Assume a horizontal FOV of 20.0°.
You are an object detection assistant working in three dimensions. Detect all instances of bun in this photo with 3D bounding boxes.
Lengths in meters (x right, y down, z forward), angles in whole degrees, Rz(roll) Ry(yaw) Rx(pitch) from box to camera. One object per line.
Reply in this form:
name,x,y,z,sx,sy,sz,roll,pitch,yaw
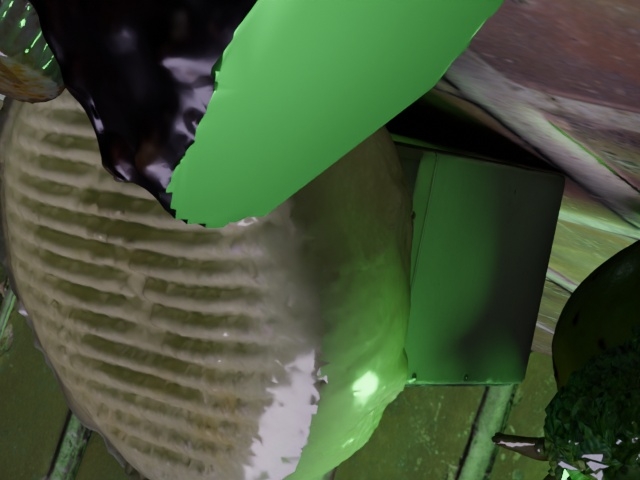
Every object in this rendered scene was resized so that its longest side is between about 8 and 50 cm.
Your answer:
bun,-0.047,-0.002,0.919,0.146,0.287,0.287,-20,-160,-34

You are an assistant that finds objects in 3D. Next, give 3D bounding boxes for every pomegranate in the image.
pomegranate,0.207,0.097,1.087,0.181,0.224,0.181,33,146,26

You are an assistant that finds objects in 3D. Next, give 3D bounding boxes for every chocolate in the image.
chocolate,-0.030,-0.100,0.472,0.133,0.156,0.156,44,-178,14

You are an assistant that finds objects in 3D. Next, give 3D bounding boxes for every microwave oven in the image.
microwave oven,0.000,0.000,1.107,0.240,0.145,0.194,14,-178,36

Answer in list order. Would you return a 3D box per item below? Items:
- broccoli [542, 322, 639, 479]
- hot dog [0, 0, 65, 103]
broccoli,0.262,0.122,0.878,0.308,0.275,0.308,12,156,6
hot dog,-0.202,-0.144,0.786,0.270,0.082,0.162,25,169,18
